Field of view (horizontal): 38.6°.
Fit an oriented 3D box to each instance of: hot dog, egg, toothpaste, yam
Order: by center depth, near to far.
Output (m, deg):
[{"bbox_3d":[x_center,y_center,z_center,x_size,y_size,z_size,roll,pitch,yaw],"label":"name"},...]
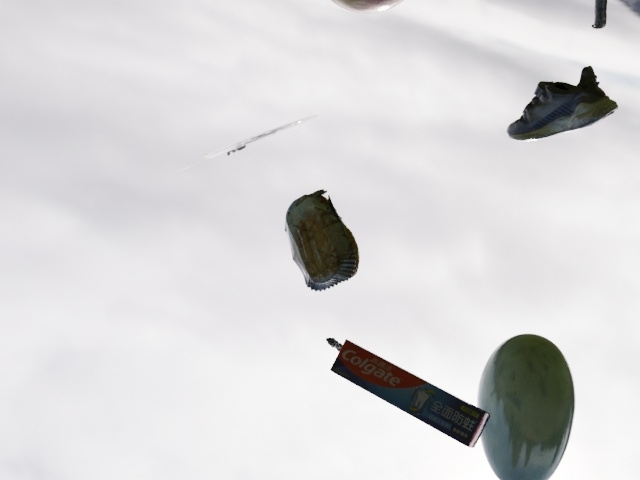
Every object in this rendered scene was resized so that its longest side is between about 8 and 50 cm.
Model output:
[{"bbox_3d":[0.533,-0.467,1.744,0.033,0.129,0.027,-30,-138,-17],"label":"yam"},{"bbox_3d":[0.174,0.299,1.802,0.320,0.076,0.066,25,176,24],"label":"toothpaste"},{"bbox_3d":[0.000,0.000,2.160,0.082,0.162,0.270,25,-147,-49],"label":"hot dog"},{"bbox_3d":[0.483,0.404,2.160,0.230,0.371,0.230,7,173,1],"label":"egg"}]

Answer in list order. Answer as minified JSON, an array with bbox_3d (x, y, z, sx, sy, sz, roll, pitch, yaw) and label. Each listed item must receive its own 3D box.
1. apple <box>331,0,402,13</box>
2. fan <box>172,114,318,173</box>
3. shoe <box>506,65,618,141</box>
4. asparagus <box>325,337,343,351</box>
[{"bbox_3d":[0.110,-0.660,2.095,0.233,0.286,0.286,-25,-137,-31],"label":"apple"},{"bbox_3d":[-0.160,-0.171,1.719,0.233,0.012,0.415,-22,-175,-39],"label":"fan"},{"bbox_3d":[0.452,-0.259,1.746,0.227,0.112,0.099,-10,-170,45],"label":"shoe"},{"bbox_3d":[0.065,0.272,2.081,0.248,0.024,0.025,54,-174,-51],"label":"asparagus"}]
